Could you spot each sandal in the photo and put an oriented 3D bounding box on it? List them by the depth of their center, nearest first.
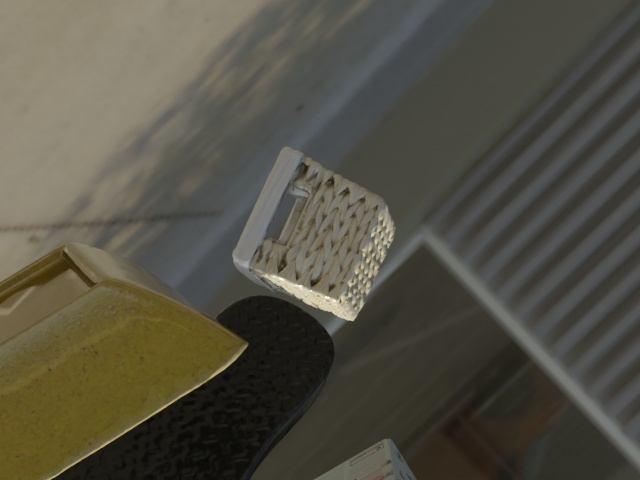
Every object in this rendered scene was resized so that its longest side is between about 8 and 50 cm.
[{"bbox_3d":[-0.137,0.216,1.384,0.446,0.167,0.107,-39,160,-44],"label":"sandal"}]

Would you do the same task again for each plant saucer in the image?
[{"bbox_3d":[-0.241,0.104,1.008,0.333,0.081,0.333,-32,-167,-11],"label":"plant saucer"}]

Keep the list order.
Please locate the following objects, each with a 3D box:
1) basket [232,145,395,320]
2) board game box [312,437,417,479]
[{"bbox_3d":[0.000,0.000,1.303,0.167,0.103,0.113,56,58,-80],"label":"basket"},{"bbox_3d":[0.028,0.397,1.967,0.224,0.097,0.303,-31,-173,5],"label":"board game box"}]
